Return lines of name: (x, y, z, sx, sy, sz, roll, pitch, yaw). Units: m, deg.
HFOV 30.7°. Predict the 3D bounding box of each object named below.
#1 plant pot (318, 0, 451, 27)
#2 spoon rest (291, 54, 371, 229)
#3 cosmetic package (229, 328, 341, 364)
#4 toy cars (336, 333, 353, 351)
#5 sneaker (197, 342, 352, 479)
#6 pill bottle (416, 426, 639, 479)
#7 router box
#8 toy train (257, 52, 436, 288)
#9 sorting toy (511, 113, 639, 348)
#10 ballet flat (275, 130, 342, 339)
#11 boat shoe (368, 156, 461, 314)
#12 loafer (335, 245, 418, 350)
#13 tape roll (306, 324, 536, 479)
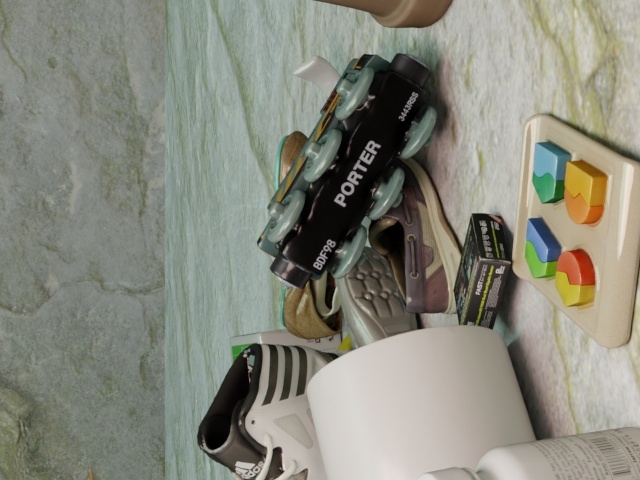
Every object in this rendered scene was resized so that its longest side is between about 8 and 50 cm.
plant pot: (0.029, -0.395, 1.462, 0.263, 0.229, 0.263, 175, 90, -71)
spoon rest: (0.032, -0.139, 1.753, 0.137, 0.084, 0.276, -25, 71, 37)
cosmetic package: (-0.042, 0.335, 2.001, 0.197, 0.155, 0.366, 157, 108, -68)
toy cars: (0.029, 0.305, 1.729, 0.176, 0.087, 0.394, -5, 74, 66)
sneaker: (-0.036, 0.333, 1.432, 0.169, 0.257, 0.448, -36, 53, 39)
pill bottle: (0.209, 0.254, 1.096, 0.131, 0.229, 0.131, 175, 90, -72)
router box: (0.188, 0.043, 1.369, 0.092, 0.038, 0.122, -89, 6, -53)
toy train: (0.030, -0.094, 1.520, 0.334, 0.142, 0.190, -60, 14, 3)
sorting toy: (0.253, -0.014, 1.194, 0.208, 0.038, 0.193, -135, 43, -62)
ballet flat: (0.000, 0.000, 1.846, 0.124, 0.116, 0.343, 12, 108, 34)
boat shoe: (0.108, -0.014, 1.543, 0.103, 0.092, 0.285, 104, 153, -44)
loafer: (0.087, 0.144, 1.625, 0.111, 0.112, 0.319, 116, 145, -43)
tape roll: (0.119, 0.223, 1.341, 0.246, 0.246, 0.169, 116, 143, -58)
